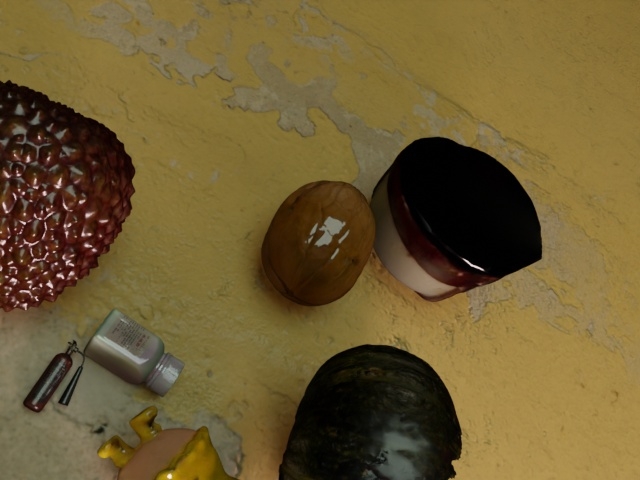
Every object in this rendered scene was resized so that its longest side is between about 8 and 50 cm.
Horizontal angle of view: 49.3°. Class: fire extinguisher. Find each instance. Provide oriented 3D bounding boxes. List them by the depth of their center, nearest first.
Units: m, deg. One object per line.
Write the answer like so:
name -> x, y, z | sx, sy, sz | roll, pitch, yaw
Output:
fire extinguisher -> -0.318, 0.170, 0.863 | 0.046, 0.032, 0.100 | 28, 59, 0

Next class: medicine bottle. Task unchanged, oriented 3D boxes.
medicine bottle -> -0.237, 0.147, 0.894 | 0.118, 0.074, 0.055 | 36, 52, -8

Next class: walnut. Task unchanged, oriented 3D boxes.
walnut -> 0.000, 0.000, 1.051 | 0.167, 0.167, 0.207 | 34, 61, -9

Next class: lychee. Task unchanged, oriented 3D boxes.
lychee -> -0.358, -0.047, 0.843 | 0.271, 0.271, 0.272 | 13, 58, -23

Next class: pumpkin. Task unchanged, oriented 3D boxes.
pumpkin -> 0.054, 0.278, 0.850 | 0.192, 0.320, 0.321 | 16, 53, 9

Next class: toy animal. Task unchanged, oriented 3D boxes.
toy animal -> -0.160, 0.306, 0.820 | 0.156, 0.156, 0.230 | -40, 97, -38

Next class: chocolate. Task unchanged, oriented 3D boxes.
chocolate -> 0.206, -0.019, 1.169 | 0.283, 0.186, 0.284 | 16, 48, -19
